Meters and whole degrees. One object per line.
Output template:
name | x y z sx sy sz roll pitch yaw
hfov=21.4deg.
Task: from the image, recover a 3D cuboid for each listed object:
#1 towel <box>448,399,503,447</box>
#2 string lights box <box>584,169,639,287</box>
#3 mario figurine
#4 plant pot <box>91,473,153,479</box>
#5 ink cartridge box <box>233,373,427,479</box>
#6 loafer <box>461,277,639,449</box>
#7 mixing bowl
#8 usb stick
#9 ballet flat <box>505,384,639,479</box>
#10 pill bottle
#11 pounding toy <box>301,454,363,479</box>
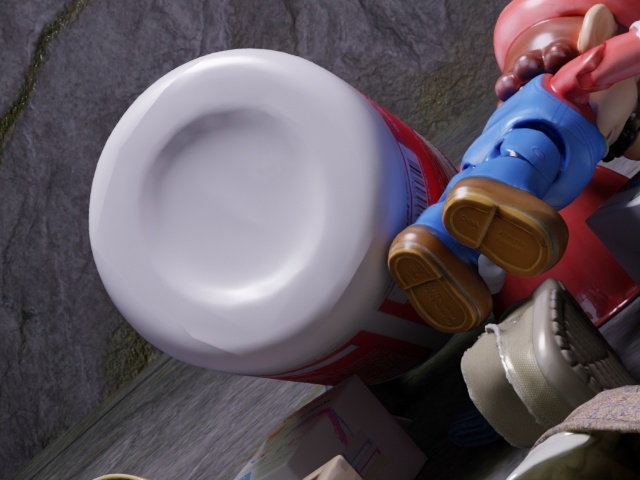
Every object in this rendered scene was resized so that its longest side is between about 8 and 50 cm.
towel | 0.145 0.104 1.223 0.119 0.029 0.067 -44 7 -30
string lights box | 0.323 -0.075 1.202 0.260 0.077 0.133 -41 4 -13
mario figurine | 0.182 -0.060 1.191 0.198 0.170 0.320 0 37 33
plant pot | -0.151 0.267 1.474 0.134 0.134 0.095 -38 -17 18
ink cartridge box | 0.004 0.177 1.265 0.092 0.090 0.143 -35 8 37
loafer | 0.142 0.089 1.066 0.092 0.102 0.268 -41 -4 8
mixing bowl | 0.194 0.003 1.340 0.181 0.098 0.181 -39 7 6
usb stick | 0.038 0.133 1.597 0.077 0.045 0.278 -39 6 3
ballet flat | 0.139 0.115 0.714 0.106 0.107 0.316 -9 -7 -22
pill bottle | 0.000 0.000 1.339 0.229 0.229 0.408 -39 -17 9
pounding toy | -0.056 0.255 1.035 0.206 0.094 0.181 -38 6 25
